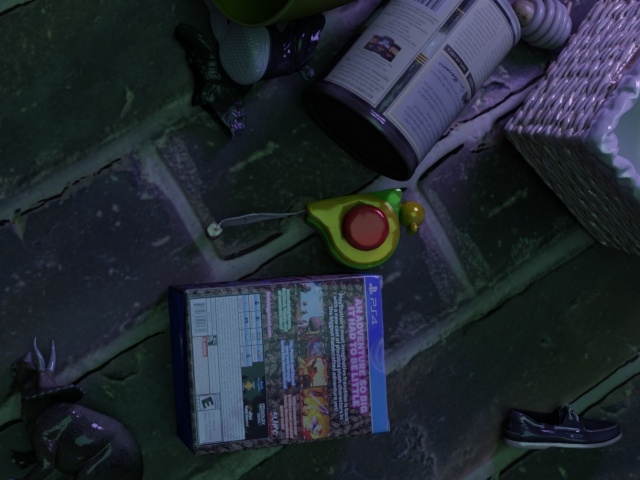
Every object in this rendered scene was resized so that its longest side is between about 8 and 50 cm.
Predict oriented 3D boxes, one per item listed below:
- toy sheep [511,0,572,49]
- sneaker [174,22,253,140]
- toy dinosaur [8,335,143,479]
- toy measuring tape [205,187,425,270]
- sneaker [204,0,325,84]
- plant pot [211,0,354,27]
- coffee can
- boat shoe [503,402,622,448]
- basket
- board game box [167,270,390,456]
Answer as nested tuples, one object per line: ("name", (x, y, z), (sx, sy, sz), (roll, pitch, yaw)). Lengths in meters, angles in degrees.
("toy sheep", (0.360, -0.350, 1.697), (0.132, 0.091, 0.091), (19, 85, -23))
("sneaker", (-0.164, -0.232, 1.551), (0.170, 0.051, 0.089), (40, 77, -17))
("toy dinosaur", (-0.329, 0.296, 1.475), (0.313, 0.121, 0.160), (41, 93, -10))
("toy measuring tape", (0.000, 0.000, 1.580), (0.330, 0.121, 0.121), (-10, 94, -9))
("sneaker", (-0.084, -0.350, 1.554), (0.153, 0.101, 0.268), (-2, 73, -39))
("plant pot", (0.021, -0.431, 1.424), (0.294, 0.275, 0.274), (-12, 95, -37))
("coffee can", (0.135, -0.254, 1.565), (0.201, 0.201, 0.275), (42, 79, -14))
("boat shoe", (0.398, 0.300, 1.726), (0.206, 0.075, 0.065), (0, 94, -13))
("basket", (0.515, -0.175, 1.624), (0.331, 0.266, 0.328), (43, 79, -26))
("board game box", (-0.062, 0.171, 1.543), (0.291, 0.141, 0.232), (-3, 92, -17))
